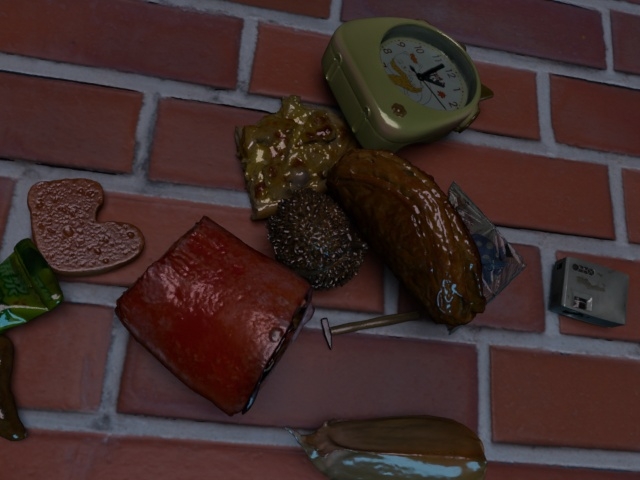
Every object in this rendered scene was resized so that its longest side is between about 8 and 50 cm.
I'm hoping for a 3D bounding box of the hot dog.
[{"bbox_3d":[0.180,-0.021,1.103,0.174,0.267,0.387,-41,81,14],"label":"hot dog"}]

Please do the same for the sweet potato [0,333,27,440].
[{"bbox_3d":[-0.532,0.245,0.981,0.054,0.053,0.182,-22,72,23],"label":"sweet potato"}]

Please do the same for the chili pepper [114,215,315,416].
[{"bbox_3d":[-0.180,0.111,1.000,0.305,0.229,0.251,37,102,0],"label":"chili pepper"}]

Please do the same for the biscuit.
[{"bbox_3d":[-0.431,-0.029,1.093,0.186,0.036,0.192,-13,76,-18],"label":"biscuit"}]

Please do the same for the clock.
[{"bbox_3d":[0.198,-0.329,1.247,0.348,0.117,0.286,-15,71,-29],"label":"clock"}]

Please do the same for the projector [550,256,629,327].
[{"bbox_3d":[0.561,0.110,1.239,0.147,0.061,0.115,16,69,-6],"label":"projector"}]

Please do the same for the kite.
[{"bbox_3d":[0.287,0.032,1.234,0.314,0.011,0.335,10,71,-9],"label":"kite"}]

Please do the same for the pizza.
[{"bbox_3d":[-0.051,-0.190,1.197,0.323,0.089,0.223,-39,87,-20],"label":"pizza"}]

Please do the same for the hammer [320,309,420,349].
[{"bbox_3d":[0.101,0.165,1.153,0.199,0.013,0.062,-8,75,-13],"label":"hammer"}]

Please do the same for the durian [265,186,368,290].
[{"bbox_3d":[0.000,0.000,1.085,0.196,0.196,0.167,24,67,-3],"label":"durian"}]

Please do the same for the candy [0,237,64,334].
[{"bbox_3d":[-0.567,0.112,0.997,0.246,0.069,0.149,-32,70,-19],"label":"candy"}]

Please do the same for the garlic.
[{"bbox_3d":[0.105,0.351,1.008,0.339,0.196,0.151,10,58,0],"label":"garlic"}]
